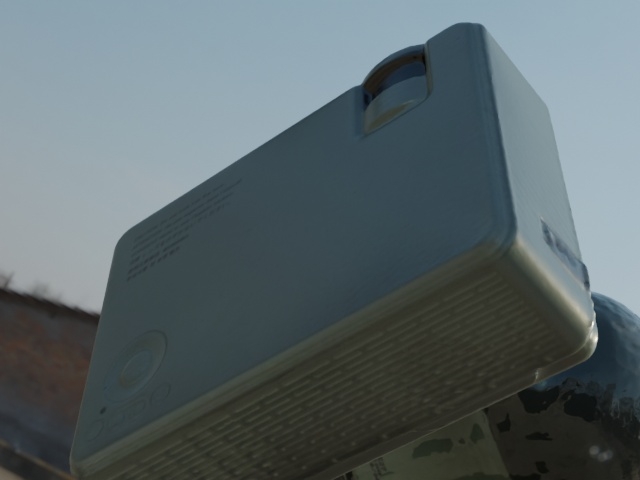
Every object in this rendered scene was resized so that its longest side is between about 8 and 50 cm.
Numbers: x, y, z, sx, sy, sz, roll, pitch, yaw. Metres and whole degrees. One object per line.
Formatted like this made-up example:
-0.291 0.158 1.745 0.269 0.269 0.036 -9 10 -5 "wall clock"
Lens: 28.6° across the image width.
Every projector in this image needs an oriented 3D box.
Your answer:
0.005 0.024 0.642 0.257 0.192 0.099 -30 -55 24 "projector"

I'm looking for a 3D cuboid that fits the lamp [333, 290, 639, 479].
0.123 0.132 1.003 0.314 0.182 0.182 -5 -24 18 "lamp"
